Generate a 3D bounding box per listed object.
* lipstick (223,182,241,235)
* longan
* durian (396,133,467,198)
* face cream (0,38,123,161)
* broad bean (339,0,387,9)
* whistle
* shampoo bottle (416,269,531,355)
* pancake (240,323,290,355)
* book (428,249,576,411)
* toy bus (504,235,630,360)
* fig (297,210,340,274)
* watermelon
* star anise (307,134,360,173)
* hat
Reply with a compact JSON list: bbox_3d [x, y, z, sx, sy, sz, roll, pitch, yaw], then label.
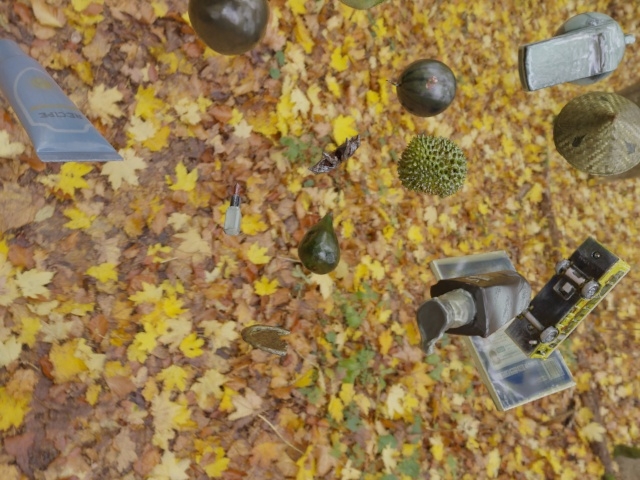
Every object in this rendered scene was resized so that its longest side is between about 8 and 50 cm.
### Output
[{"bbox_3d":[-0.157,-0.061,0.995,0.025,0.025,0.107,0,62,6],"label":"lipstick"},{"bbox_3d":[-0.187,-0.475,1.141,0.167,0.168,0.187,68,24,-8],"label":"longan"},{"bbox_3d":[0.375,-0.250,1.800,0.237,0.176,0.200,23,51,6],"label":"durian"},{"bbox_3d":[-0.502,-0.247,0.974,0.136,0.385,0.086,-10,136,-46],"label":"face cream"},{"bbox_3d":[0.032,-0.409,0.678,0.238,0.119,0.291,49,51,-32],"label":"broad bean"},{"bbox_3d":[0.537,-0.402,1.166,0.290,0.163,0.163,-15,94,-4],"label":"whistle"},{"bbox_3d":[0.155,0.067,0.549,0.208,0.057,0.063,-3,88,-52],"label":"shampoo bottle"},{"bbox_3d":[-0.131,0.271,1.490,0.184,0.190,0.020,10,101,-39],"label":"pancake"},{"bbox_3d":[0.374,0.170,1.120,0.229,0.018,0.322,-5,61,-31],"label":"book"},{"bbox_3d":[0.420,0.101,0.939,0.074,0.081,0.226,16,115,-39],"label":"toy bus"},{"bbox_3d":[0.000,0.000,1.369,0.117,0.117,0.177,26,48,-27],"label":"fig"},{"bbox_3d":[0.181,-0.280,0.991,0.133,0.105,0.105,6,82,-10],"label":"watermelon"},{"bbox_3d":[0.037,-0.188,1.212,0.141,0.141,0.042,-38,93,-28],"label":"star anise"},{"bbox_3d":[0.441,-0.178,0.834,0.146,0.067,0.145,-2,77,9],"label":"hat"}]
